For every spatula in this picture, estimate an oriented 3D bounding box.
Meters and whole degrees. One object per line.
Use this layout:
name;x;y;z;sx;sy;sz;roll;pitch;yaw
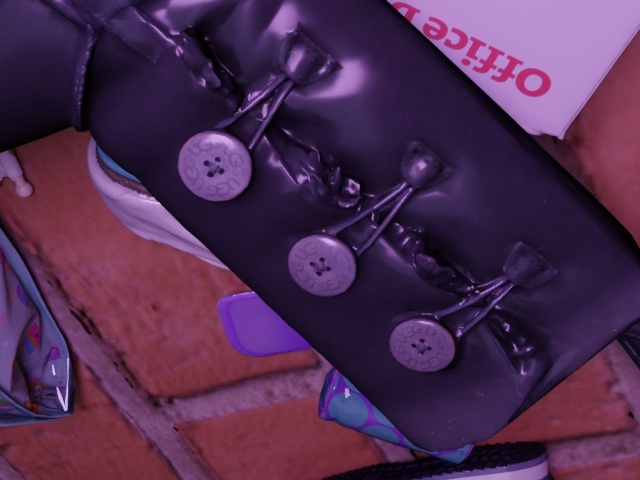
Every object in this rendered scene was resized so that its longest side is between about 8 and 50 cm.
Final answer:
spatula;0.052;0.079;0.805;0.297;0.030;0.084;0;127;16

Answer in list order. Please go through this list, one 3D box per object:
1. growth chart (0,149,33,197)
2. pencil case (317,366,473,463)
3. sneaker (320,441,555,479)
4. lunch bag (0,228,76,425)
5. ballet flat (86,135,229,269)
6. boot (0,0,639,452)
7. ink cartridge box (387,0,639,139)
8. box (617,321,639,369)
growth chart;-0.396;-0.114;0.795;0.237;0.021;0.172;3;126;14
pencil case;0.075;0.162;0.840;0.152;0.070;0.064;18;164;-1
sneaker;0.089;0.297;0.883;0.319;0.112;0.131;-17;88;28
lunch bag;-0.395;0.106;0.878;0.223;0.160;0.262;-3;136;14
ballet flat;0.000;0.000;0.716;0.400;0.139;0.139;21;129;5
boot;-0.069;-0.019;0.547;0.445;0.146;0.367;38;129;-21
ink cartridge box;0.117;-0.244;0.477;0.223;0.129;0.307;26;130;-4
box;0.339;0.093;0.619;0.233;0.059;0.183;12;155;49
